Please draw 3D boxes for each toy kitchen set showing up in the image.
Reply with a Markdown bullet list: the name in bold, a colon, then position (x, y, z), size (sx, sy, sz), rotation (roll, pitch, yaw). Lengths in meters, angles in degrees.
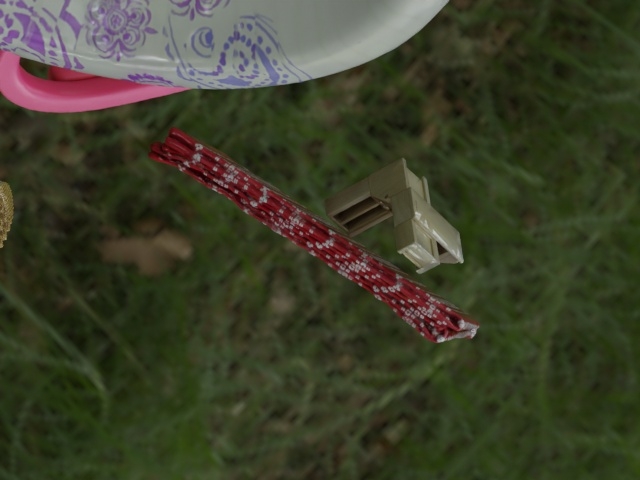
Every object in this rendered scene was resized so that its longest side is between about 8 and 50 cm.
- **toy kitchen set**: position (0.056, 0.001, 1.384), size (0.075, 0.083, 0.068), rotation (-28, 135, 24)

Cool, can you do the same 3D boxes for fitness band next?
- **fitness band**: position (-0.175, -0.203, 1.762), size (0.290, 0.054, 0.209), rotation (-15, 158, -18)

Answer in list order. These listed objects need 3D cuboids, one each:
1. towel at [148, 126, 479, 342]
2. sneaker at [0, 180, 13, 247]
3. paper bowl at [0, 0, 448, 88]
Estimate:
- **towel**: position (0.000, 0.000, 1.458), size (0.031, 0.275, 0.199), rotation (-57, 171, 3)
- **sneaker**: position (-0.305, 0.024, 1.398), size (0.070, 0.083, 0.185), rotation (84, 27, -53)
- **paper bowl**: position (-0.072, -0.184, 0.638), size (0.284, 0.284, 0.148), rotation (59, 39, -55)
